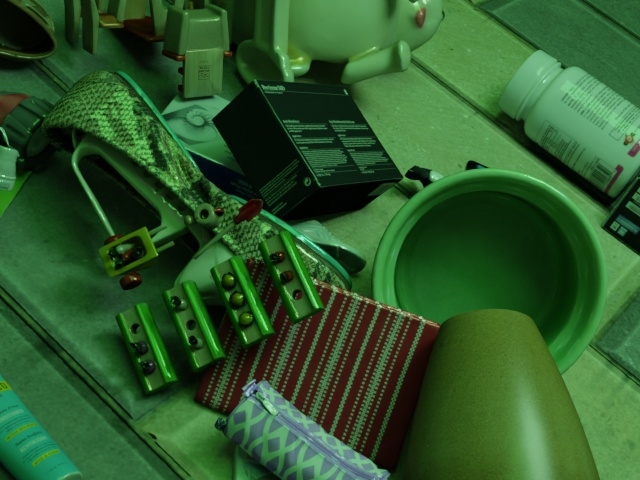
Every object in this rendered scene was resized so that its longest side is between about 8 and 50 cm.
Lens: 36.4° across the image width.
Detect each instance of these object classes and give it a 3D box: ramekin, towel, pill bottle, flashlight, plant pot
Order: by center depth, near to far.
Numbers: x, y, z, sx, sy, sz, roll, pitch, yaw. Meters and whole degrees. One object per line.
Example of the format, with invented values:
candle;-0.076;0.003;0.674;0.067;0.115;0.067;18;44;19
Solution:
plant pot;0.208;0.219;1.146;0.237;0.237;0.254;10;61;-17
towel;0.002;0.156;1.228;0.275;0.031;0.199;20;86;-4
ramekin;0.220;0.051;1.323;0.303;0.303;0.148;25;7;0
flashlight;-0.504;-0.217;1.394;0.304;0.103;0.103;34;73;15
pill bottle;0.485;-0.223;1.818;0.283;0.160;0.160;39;44;14

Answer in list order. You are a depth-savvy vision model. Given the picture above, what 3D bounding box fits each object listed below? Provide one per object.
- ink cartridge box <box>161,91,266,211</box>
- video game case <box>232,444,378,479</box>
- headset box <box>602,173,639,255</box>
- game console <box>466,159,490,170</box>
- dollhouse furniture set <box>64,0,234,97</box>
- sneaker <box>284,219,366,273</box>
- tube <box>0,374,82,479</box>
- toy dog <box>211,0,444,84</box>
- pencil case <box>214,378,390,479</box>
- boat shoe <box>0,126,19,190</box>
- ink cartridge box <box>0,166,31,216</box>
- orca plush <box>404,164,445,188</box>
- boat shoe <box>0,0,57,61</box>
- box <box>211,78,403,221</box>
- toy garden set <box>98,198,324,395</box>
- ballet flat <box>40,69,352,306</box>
ink cartridge box;-0.154;-0.135;1.512;0.223;0.045;0.224;24;42;-2
video game case;-0.014;0.337;1.129;0.183;0.023;0.201;12;44;-14
headset box;0.693;-0.055;1.773;0.246;0.131;0.283;38;44;14
game console;0.318;-0.107;1.694;0.122;0.107;0.071;23;71;-2
dollhouse furniture set;-0.257;-0.337;1.601;0.262;0.135;0.259;-13;30;-34
sneaker;0.000;0.000;1.447;0.152;0.053;0.061;23;40;-2
tube;-0.348;0.209;1.084;0.207;0.052;0.080;39;34;23
toy dog;0.034;-0.412;1.752;0.408;0.284;0.395;-9;16;-30
pencil case;-0.017;0.245;1.139;0.206;0.088;0.086;35;41;9
boat shoe;-0.424;-0.119;1.243;0.066;0.063;0.184;18;10;-28
ink cartridge box;-0.504;-0.075;1.250;0.189;0.097;0.255;21;43;-5
orca plush;0.250;-0.020;1.554;0.287;0.151;0.102;35;74;6
boat shoe;-0.520;-0.345;1.418;0.324;0.123;0.116;9;28;-50
box;-0.013;-0.136;1.454;0.261;0.103;0.184;-10;68;-59
toy garden set;-0.149;0.045;1.191;0.244;0.049;0.204;-27;72;6
ballet flat;-0.186;-0.026;1.312;0.483;0.164;0.182;42;64;5
